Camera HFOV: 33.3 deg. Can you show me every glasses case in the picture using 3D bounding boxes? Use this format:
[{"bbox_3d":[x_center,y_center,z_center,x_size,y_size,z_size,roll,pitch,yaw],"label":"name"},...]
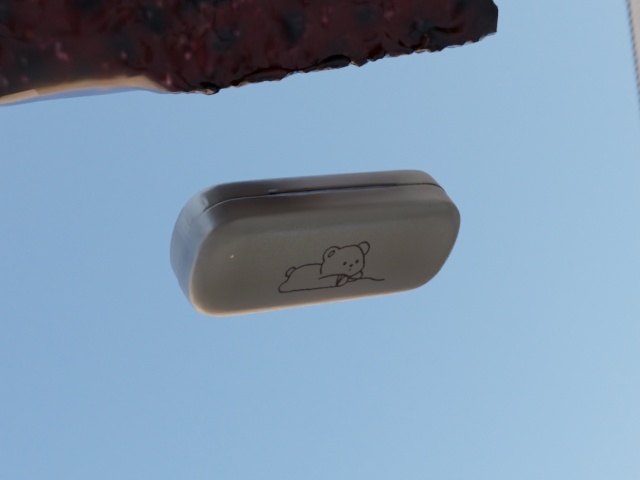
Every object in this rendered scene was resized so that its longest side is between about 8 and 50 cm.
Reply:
[{"bbox_3d":[0.000,0.000,0.690,0.196,0.050,0.083,-7,-47,-29],"label":"glasses case"}]

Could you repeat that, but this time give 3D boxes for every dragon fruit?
[{"bbox_3d":[-0.108,-0.200,0.553,0.329,0.228,0.286,-21,-65,-20],"label":"dragon fruit"}]
